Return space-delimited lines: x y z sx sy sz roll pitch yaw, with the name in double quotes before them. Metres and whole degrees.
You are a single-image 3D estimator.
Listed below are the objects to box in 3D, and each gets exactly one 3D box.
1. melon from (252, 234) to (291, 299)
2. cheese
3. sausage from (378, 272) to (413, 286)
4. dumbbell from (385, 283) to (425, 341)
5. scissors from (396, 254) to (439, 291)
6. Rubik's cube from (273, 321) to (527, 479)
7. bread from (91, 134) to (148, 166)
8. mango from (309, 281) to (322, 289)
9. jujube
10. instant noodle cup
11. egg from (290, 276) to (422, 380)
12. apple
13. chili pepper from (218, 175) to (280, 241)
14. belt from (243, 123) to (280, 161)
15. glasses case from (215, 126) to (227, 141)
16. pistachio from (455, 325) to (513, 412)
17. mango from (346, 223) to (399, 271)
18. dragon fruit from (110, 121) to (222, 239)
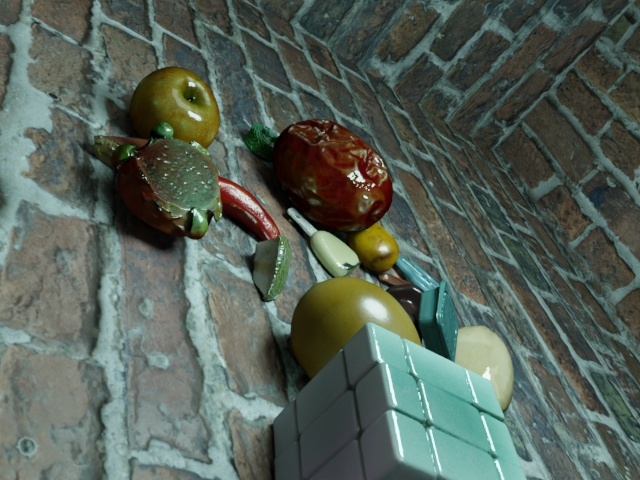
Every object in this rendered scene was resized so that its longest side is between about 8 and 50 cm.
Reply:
"melon" -0.115 0.047 1.832 0.093 0.139 0.202 15 31 -4
"cheese" 0.000 0.000 2.135 0.251 0.054 0.127 46 25 11
"sausage" 0.231 0.128 2.283 0.147 0.035 0.030 22 63 -34
"dumbbell" 0.207 0.208 1.989 0.225 0.140 0.124 -54 134 -66
"scissors" 0.236 0.051 2.390 0.393 0.032 0.180 41 12 7
"Rubik's cube" 0.132 0.396 1.358 0.322 0.319 0.316 28 29 -26
"bread" -0.433 -0.197 1.811 0.119 0.067 0.192 49 26 16
"mango" 0.032 0.173 1.871 0.161 0.076 0.103 50 21 9
"jujube" 0.030 -0.188 2.220 0.276 0.276 0.377 9 28 -49
"instant noodle cup" 0.290 0.205 1.906 0.157 0.070 0.179 -73 151 -49
"egg" 0.083 0.224 1.649 0.322 0.250 0.250 43 24 -7
"apple" -0.377 -0.325 1.980 0.237 0.207 0.236 23 49 -30
"chili pepper" -0.227 -0.087 1.913 0.368 0.092 0.137 25 44 -24
"belt" -0.157 -0.307 2.379 0.151 0.079 0.121 17 34 -44
"glasses case" -0.306 -0.322 2.243 0.083 0.032 0.021 47 24 11
"pistachio" 0.397 0.349 1.969 0.214 0.193 0.318 33 28 -11
"mango" 0.147 0.001 2.274 0.145 0.112 0.219 3 41 -40
"dragon fruit" -0.335 -0.122 1.711 0.268 0.130 0.295 8 51 -35
